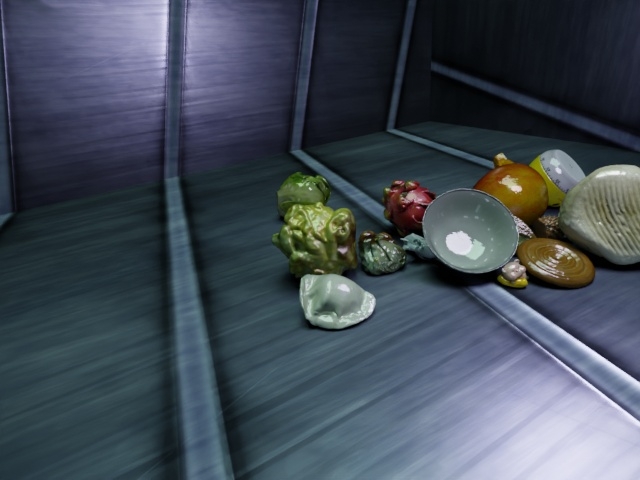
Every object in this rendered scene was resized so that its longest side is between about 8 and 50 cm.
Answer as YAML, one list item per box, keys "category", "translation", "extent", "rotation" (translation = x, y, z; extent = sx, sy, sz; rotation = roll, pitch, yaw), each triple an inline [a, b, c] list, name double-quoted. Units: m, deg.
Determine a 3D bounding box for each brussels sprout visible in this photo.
- category: "brussels sprout"
  translation: [-0.084, -0.228, 2.209]
  extent: [0.294, 0.227, 0.259]
  rotation: [-16, 11, -6]

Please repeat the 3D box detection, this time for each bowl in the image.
- category: "bowl"
  translation: [0.529, -0.009, 1.624]
  extent: [0.336, 0.158, 0.338]
  rotation: [-1, 64, 1]

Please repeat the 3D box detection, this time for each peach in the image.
- category: "peach"
  translation: [0.776, -0.170, 1.860]
  extent: [0.332, 0.308, 0.308]
  rotation: [-22, 27, -8]

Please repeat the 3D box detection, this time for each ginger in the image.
- category: "ginger"
  translation: [0.230, 0.009, 1.815]
  extent: [0.161, 0.074, 0.103]
  rotation: [0, 38, -4]

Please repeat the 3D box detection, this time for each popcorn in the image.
- category: "popcorn"
  translation: [-0.014, 0.010, 1.619]
  extent: [0.311, 0.313, 0.312]
  rotation: [-4, 25, 2]

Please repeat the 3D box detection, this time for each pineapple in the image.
- category: "pineapple"
  translation: [0.995, -0.058, 1.766]
  extent: [0.276, 0.119, 0.130]
  rotation: [-8, 5, -4]

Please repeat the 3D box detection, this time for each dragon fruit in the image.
- category: "dragon fruit"
  translation: [0.417, -0.141, 1.911]
  extent: [0.306, 0.244, 0.227]
  rotation: [-2, -14, 15]

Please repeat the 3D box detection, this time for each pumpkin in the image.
- category: "pumpkin"
  translation: [0.882, -0.283, 2.119]
  extent: [0.095, 0.259, 0.290]
  rotation: [-20, 29, 0]

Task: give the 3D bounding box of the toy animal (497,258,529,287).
- category: "toy animal"
  translation: [0.665, 0.108, 1.501]
  extent: [0.114, 0.082, 0.091]
  rotation: [-18, 29, -28]

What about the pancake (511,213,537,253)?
- category: "pancake"
  translation: [0.672, -0.025, 1.719]
  extent: [0.376, 0.198, 0.054]
  rotation: [28, -7, 18]

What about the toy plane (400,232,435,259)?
- category: "toy plane"
  translation: [0.390, 0.025, 1.736]
  extent: [0.173, 0.080, 0.174]
  rotation: [11, 14, -3]

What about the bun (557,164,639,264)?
- category: "bun"
  translation: [1.047, -0.093, 1.591]
  extent: [0.352, 0.349, 0.227]
  rotation: [-20, 1, 17]

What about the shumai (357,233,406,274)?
- category: "shumai"
  translation: [0.233, 0.031, 1.678]
  extent: [0.183, 0.142, 0.184]
  rotation: [-7, 26, 3]

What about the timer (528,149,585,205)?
- category: "timer"
  translation: [1.076, -0.267, 2.108]
  extent: [0.284, 0.286, 0.285]
  rotation: [-4, 25, 2]

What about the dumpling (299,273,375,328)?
- category: "dumpling"
  translation: [0.046, 0.200, 1.401]
  extent: [0.251, 0.132, 0.180]
  rotation: [18, 46, -1]

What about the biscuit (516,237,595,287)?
- category: "biscuit"
  translation: [0.822, 0.068, 1.546]
  extent: [0.261, 0.037, 0.262]
  rotation: [3, 36, -2]

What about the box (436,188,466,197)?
- category: "box"
  translation: [0.666, -0.176, 2.126]
  extent: [0.198, 0.081, 0.135]
  rotation: [-13, 26, -22]
